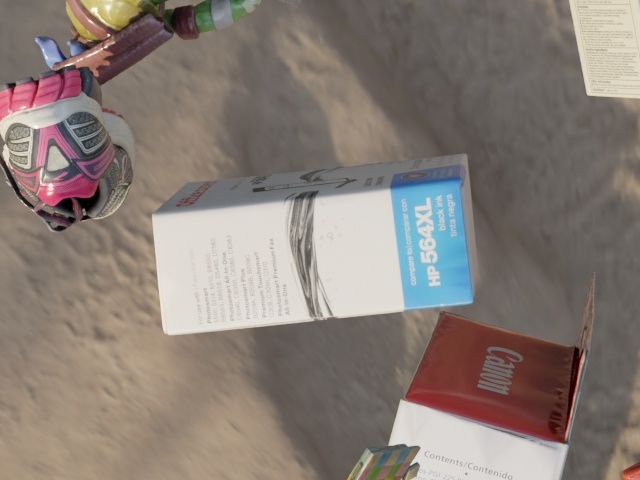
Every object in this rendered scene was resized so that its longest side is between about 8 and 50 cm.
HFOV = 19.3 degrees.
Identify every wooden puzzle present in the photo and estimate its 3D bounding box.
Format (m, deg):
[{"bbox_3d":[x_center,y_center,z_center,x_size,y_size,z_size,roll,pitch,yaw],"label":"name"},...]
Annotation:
[{"bbox_3d":[0.028,0.133,1.027,0.006,0.083,0.049,40,110,28],"label":"wooden puzzle"}]

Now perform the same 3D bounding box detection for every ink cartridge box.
[{"bbox_3d":[0.124,0.163,1.482,0.130,0.309,0.272,15,101,6],"label":"ink cartridge box"},{"bbox_3d":[0.000,0.000,1.253,0.203,0.148,0.086,-5,99,6],"label":"ink cartridge box"}]

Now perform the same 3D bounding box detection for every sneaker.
[{"bbox_3d":[-0.228,-0.059,1.677,0.121,0.299,0.112,-16,79,1],"label":"sneaker"}]

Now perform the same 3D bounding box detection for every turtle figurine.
[{"bbox_3d":[-0.147,-0.280,1.722,0.274,0.266,0.198,-29,86,-20],"label":"turtle figurine"}]

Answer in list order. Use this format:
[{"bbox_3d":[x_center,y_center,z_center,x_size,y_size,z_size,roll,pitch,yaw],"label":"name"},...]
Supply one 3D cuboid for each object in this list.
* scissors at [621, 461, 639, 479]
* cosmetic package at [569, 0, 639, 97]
[{"bbox_3d":[0.169,0.135,1.045,0.297,0.021,0.109,-11,104,14],"label":"scissors"},{"bbox_3d":[0.183,-0.146,1.129,0.041,0.115,0.060,-25,22,-33],"label":"cosmetic package"}]
